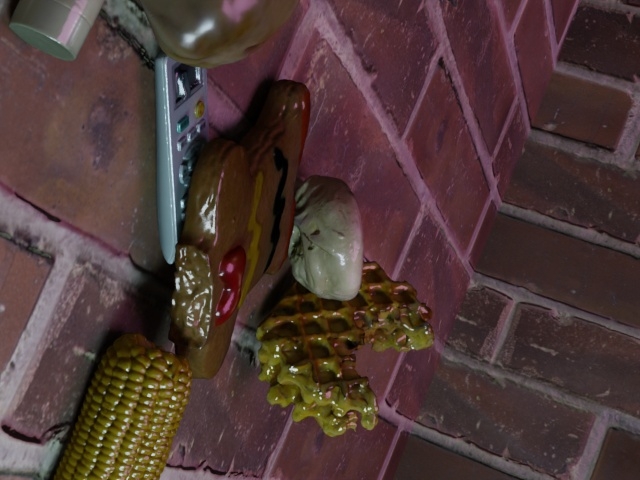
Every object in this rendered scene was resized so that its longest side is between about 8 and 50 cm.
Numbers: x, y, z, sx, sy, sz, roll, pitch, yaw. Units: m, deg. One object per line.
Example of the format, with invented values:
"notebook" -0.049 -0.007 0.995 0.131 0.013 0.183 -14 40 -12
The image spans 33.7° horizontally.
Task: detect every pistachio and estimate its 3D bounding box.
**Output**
"pistachio" -0.109 -0.319 1.170 0.166 0.197 0.288 -23 -135 55

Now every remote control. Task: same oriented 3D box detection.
"remote control" -0.176 -0.113 1.317 0.103 0.051 0.293 -55 155 -53

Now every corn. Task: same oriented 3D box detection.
"corn" -0.271 0.291 1.344 0.344 0.131 0.131 -67 160 -3

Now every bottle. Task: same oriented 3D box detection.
"bottle" -0.223 -0.276 1.009 0.201 0.072 0.072 -67 160 -10

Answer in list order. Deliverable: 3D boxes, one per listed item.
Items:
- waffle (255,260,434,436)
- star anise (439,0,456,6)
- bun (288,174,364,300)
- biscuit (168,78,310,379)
"waffle" 0.040 0.173 1.838 0.324 0.261 0.151 -47 170 -42
"star anise" 0.251 -0.558 1.977 0.262 0.081 0.230 62 50 -78
"bun" 0.000 0.000 1.724 0.237 0.116 0.210 123 -40 -69
"biscuit" -0.100 -0.009 1.489 0.394 0.076 0.368 -56 158 -59
